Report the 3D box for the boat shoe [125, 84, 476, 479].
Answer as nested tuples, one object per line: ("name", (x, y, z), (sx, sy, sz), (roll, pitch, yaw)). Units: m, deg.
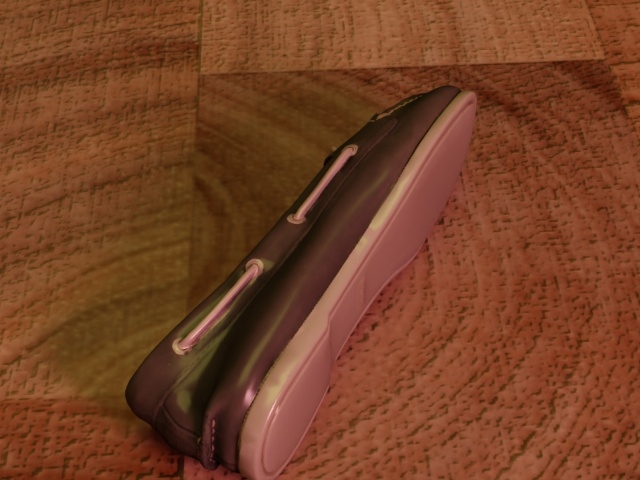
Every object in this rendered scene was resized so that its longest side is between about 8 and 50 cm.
("boat shoe", (0.000, 0.000, 0.776), (0.096, 0.112, 0.335), (22, 51, 16))
